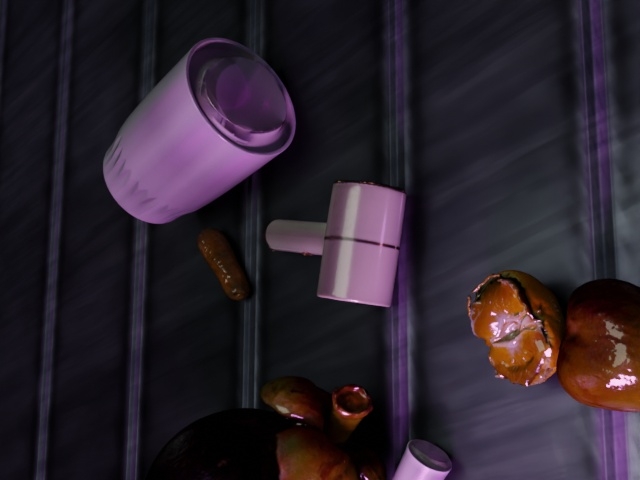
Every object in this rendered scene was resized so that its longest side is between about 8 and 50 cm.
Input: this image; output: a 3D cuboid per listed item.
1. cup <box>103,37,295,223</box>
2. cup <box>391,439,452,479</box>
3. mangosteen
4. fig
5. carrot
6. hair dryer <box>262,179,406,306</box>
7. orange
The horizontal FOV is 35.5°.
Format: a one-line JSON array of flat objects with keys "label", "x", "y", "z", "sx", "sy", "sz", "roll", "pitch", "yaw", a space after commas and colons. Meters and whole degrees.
[{"label": "cup", "x": -0.247, "y": -0.202, "z": 1.945, "sx": 0.371, "sy": 0.253, "sz": 0.253, "roll": -32, "pitch": 60, "yaw": 39}, {"label": "cup", "x": 0.145, "y": 0.365, "z": 1.557, "sx": 0.116, "sy": 0.074, "sz": 0.104, "roll": -65, "pitch": 21, "yaw": 20}, {"label": "mangosteen", "x": -0.084, "y": 0.396, "z": 1.575, "sx": 0.382, "sy": 0.382, "sz": 0.435, "roll": 22, "pitch": 85, "yaw": 46}, {"label": "fig", "x": 0.426, "y": 0.160, "z": 1.264, "sx": 0.274, "sy": 0.145, "sz": 0.170, "roll": 25, "pitch": 101, "yaw": 32}, {"label": "carrot", "x": -0.190, "y": 0.045, "z": 1.975, "sx": 0.060, "sy": 0.060, "sz": 0.186, "roll": -53, "pitch": 52, "yaw": 24}, {"label": "hair dryer", "x": 0.000, "y": 0.000, "z": 1.756, "sx": 0.362, "sy": 0.128, "sz": 0.203, "roll": 5, "pitch": 86, "yaw": 54}, {"label": "orange", "x": 0.288, "y": 0.121, "z": 1.422, "sx": 0.160, "sy": 0.112, "sz": 0.170, "roll": 36, "pitch": 141, "yaw": 38}]
